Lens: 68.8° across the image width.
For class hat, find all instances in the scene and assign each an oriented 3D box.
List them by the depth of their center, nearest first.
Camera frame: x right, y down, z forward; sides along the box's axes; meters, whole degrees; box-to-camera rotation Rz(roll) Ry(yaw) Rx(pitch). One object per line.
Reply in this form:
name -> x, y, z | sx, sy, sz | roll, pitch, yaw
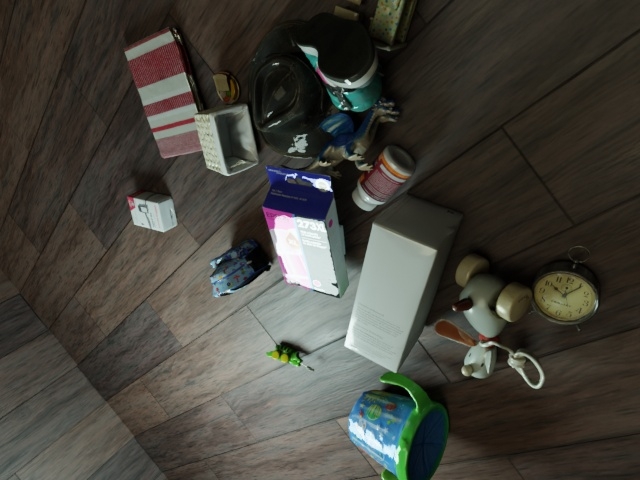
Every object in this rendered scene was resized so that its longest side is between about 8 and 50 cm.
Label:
hat -> -0.079, -0.327, 1.086 | 0.331, 0.134, 0.331 | 15, 123, 25

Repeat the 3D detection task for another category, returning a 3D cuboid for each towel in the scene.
towel -> -0.433, -0.410, 1.341 | 0.237, 0.037, 0.329 | -1, 112, 36

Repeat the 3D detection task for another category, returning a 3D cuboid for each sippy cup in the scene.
sippy cup -> 0.209, 0.536, 1.325 | 0.224, 0.305, 0.240 | 11, 165, 41

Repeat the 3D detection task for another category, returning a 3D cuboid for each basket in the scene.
basket -> -0.249, -0.271, 1.235 | 0.103, 0.113, 0.167 | 19, 128, 41

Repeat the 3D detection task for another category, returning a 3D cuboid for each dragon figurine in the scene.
dragon figurine -> 0.048, -0.226, 1.053 | 0.289, 0.085, 0.144 | -10, 65, 35

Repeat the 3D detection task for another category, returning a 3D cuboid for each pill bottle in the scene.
pill bottle -> 0.140, -0.139, 1.073 | 0.086, 0.086, 0.152 | 46, 130, 4

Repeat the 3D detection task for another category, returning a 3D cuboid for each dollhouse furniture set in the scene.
dollhouse furniture set -> 0.106, -0.485, 0.895 | 0.161, 0.101, 0.181 | 29, 127, 18

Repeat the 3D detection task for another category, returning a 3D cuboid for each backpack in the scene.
backpack -> -0.263, 0.090, 1.409 | 0.158, 0.173, 0.116 | -22, 102, 40

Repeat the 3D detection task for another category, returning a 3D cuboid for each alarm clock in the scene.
alarm clock -> 0.511, 0.091, 0.968 | 0.129, 0.064, 0.192 | 19, 127, 24

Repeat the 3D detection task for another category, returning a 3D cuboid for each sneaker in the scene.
sneaker -> 0.063, -0.317, 0.902 | 0.124, 0.295, 0.178 | -41, 129, 12

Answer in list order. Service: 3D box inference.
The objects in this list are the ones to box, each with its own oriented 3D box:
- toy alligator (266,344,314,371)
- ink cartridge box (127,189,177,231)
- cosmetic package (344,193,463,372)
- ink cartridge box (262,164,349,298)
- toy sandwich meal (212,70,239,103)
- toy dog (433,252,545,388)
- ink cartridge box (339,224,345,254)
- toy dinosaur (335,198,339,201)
toy alligator -> -0.095, 0.380, 1.541 | 0.190, 0.056, 0.051 | 10, 79, 29
ink cartridge box -> -0.567, -0.100, 1.579 | 0.151, 0.063, 0.109 | 12, 121, 28
cosmetic package -> 0.191, 0.101, 1.101 | 0.155, 0.197, 0.365 | 23, 124, 22
ink cartridge box -> -0.036, -0.011, 1.173 | 0.176, 0.069, 0.370 | 13, 136, 25
toy sandwich meal -> -0.248, -0.399, 1.225 | 0.086, 0.029, 0.085 | 16, 122, 26
toy dog -> 0.352, 0.202, 1.052 | 0.220, 0.161, 0.333 | 14, 122, 61
ink cartridge box -> 0.000, 0.000, 1.265 | 0.122, 0.052, 0.088 | 9, 120, 31
toy dinosaur -> -0.005, -0.081, 1.236 | 0.183, 0.053, 0.092 | -46, 70, 33
